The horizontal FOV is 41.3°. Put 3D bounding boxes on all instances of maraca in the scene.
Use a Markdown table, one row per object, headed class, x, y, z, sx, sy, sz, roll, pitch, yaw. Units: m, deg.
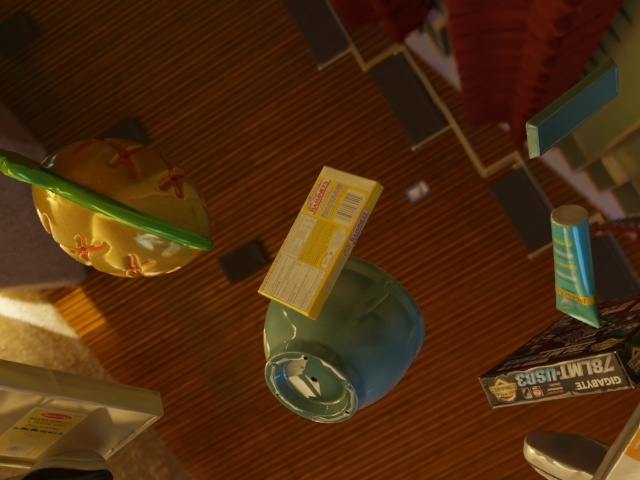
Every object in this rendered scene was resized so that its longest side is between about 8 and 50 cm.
| class | x | y | z | sx | sy | sz | roll | pitch | yaw |
| --- | --- | --- | --- | --- | --- | --- | --- | --- | --- |
| maraca | -0.165 | -0.032 | 0.630 | 0.185 | 0.099 | 0.127 | 23 | 177 | -22 |

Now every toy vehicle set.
| class | x | y | z | sx | sy | sz | roll | pitch | yaw |
| --- | --- | --- | --- | --- | --- | --- | --- | --- | --- |
| toy vehicle set | -0.344 | 0.219 | 1.029 | 0.266 | 0.166 | 0.035 | 25 | -145 | -47 |

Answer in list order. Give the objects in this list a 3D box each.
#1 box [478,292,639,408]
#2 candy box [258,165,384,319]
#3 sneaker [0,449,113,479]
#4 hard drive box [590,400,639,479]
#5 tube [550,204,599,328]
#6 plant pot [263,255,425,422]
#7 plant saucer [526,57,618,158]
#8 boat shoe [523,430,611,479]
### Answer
| class | x | y | z | sx | sy | sz | roll | pitch | yaw |
| --- | --- | --- | --- | --- | --- | --- | --- | --- | --- |
| box | 0.466 | 0.178 | 1.445 | 0.293 | 0.295 | 0.073 | -28 | -89 | -39 |
| candy box | 0.000 | 0.000 | 1.173 | 0.105 | 0.206 | 0.027 | 21 | 171 | 44 |
| sneaker | -0.372 | 0.401 | 0.964 | 0.210 | 0.365 | 0.137 | 42 | 143 | 35 |
| hard drive box | 0.366 | 0.225 | 0.719 | 0.232 | 0.181 | 0.089 | 29 | -155 | 17 |
| tube | 0.384 | 0.042 | 1.287 | 0.080 | 0.052 | 0.207 | 34 | 149 | 48 |
| plant pot | 0.017 | 0.196 | 1.507 | 0.293 | 0.293 | 0.196 | 56 | -139 | -23 |
| plant saucer | 0.373 | -0.193 | 1.243 | 0.018 | 0.192 | 0.067 | 34 | 153 | 44 |
| boat shoe | 0.345 | 0.295 | 0.938 | 0.096 | 0.267 | 0.088 | -13 | -65 | -55 |
